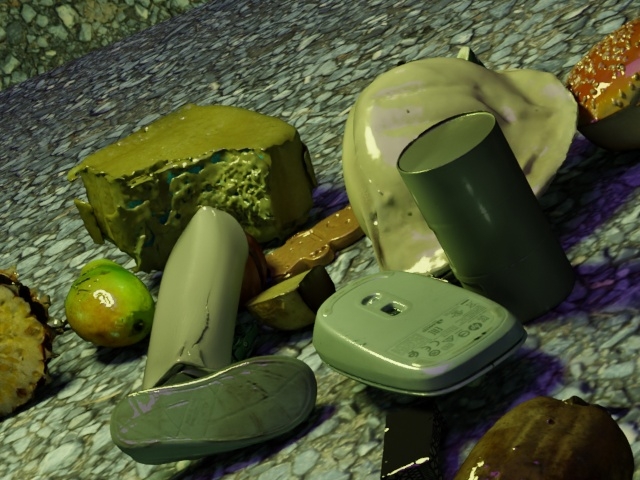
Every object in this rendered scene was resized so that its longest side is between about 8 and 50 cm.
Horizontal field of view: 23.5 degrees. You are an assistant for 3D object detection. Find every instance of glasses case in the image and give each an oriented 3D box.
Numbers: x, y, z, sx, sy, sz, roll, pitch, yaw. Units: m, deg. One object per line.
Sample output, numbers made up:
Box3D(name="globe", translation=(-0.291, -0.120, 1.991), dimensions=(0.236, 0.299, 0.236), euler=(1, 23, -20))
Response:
Box3D(name="glasses case", translation=(-0.162, 0.096, 1.986), dimensions=(0.128, 0.083, 0.308), euler=(-41, 27, 32))

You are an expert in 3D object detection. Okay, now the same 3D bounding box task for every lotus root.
Box3D(name="lotus root", translation=(0.179, 0.231, 1.312), dimensions=(0.145, 0.128, 0.260), euler=(0, 35, 34))

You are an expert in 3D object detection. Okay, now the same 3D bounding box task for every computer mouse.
Box3D(name="computer mouse", translation=(0.104, 0.119, 1.708), dimensions=(0.159, 0.097, 0.288), euler=(-29, 28, -26))

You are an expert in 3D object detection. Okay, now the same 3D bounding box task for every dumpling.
Box3D(name="dumpling", translation=(0.178, -0.110, 1.967), dimensions=(0.315, 0.233, 0.395), euler=(-21, 34, 27))

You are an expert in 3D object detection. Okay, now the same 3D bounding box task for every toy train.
Box3D(name="toy train", translation=(-0.128, 0.157, 1.990), dimensions=(0.071, 0.038, 0.148), euler=(-17, 24, 34))

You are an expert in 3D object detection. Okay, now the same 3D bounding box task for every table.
Box3D(name="table", translation=(0.189, -0.023, 1.749), dimensions=(0.126, 0.220, 0.126), euler=(-25, 23, 11))

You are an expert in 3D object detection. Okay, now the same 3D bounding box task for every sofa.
Box3D(name="sofa", translation=(0.097, 0.215, 1.575), dimensions=(0.060, 0.039, 0.118), euler=(-24, 22, 16))

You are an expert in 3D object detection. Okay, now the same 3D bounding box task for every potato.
Box3D(name="potato", translation=(-0.041, 0.086, 2.006), dimensions=(0.103, 0.066, 0.096), euler=(-22, 7, 29))

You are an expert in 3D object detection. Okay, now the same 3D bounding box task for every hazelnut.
Box3D(name="hazelnut", translation=(-0.146, 0.032, 2.166), dimensions=(0.143, 0.143, 0.154), euler=(-27, 21, 6))

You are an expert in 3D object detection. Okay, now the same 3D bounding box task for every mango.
Box3D(name="mango", translation=(-0.314, 0.089, 2.260), dimensions=(0.111, 0.125, 0.233), euler=(-64, 28, 11))

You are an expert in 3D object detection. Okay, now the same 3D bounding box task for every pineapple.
Box3D(name="pineapple", translation=(-0.494, 0.123, 2.322), dimensions=(0.262, 0.262, 0.271), euler=(-26, 8, 8))

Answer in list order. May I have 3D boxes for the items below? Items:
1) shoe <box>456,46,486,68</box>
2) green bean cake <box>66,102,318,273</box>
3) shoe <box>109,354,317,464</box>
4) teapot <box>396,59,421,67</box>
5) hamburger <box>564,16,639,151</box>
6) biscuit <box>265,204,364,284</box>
Box3D(name="shoe", translation=(0.148, -0.201, 2.367), dimensions=(0.265, 0.110, 0.095), euler=(-29, 22, -9))
Box3D(name="green bean cake", translation=(-0.184, -0.058, 2.321), dimensions=(0.310, 0.202, 0.285), euler=(-26, 28, -25))
Box3D(name="shoe", translation=(-0.120, 0.204, 1.814), dimensions=(0.251, 0.103, 0.100), euler=(-12, -20, 7))
Box3D(name="teapot", translation=(0.138, -0.255, 2.552), dimensions=(0.110, 0.085, 0.080), euler=(-45, 17, 12))
Box3D(name="hamburger", translation=(0.416, -0.209, 1.997), dimensions=(0.237, 0.147, 0.237), euler=(-26, 18, 9))
Box3D(name="biscuit", translation=(-0.002, 0.002, 2.204), dimensions=(0.184, 0.027, 0.133), euler=(-28, 19, 2))
